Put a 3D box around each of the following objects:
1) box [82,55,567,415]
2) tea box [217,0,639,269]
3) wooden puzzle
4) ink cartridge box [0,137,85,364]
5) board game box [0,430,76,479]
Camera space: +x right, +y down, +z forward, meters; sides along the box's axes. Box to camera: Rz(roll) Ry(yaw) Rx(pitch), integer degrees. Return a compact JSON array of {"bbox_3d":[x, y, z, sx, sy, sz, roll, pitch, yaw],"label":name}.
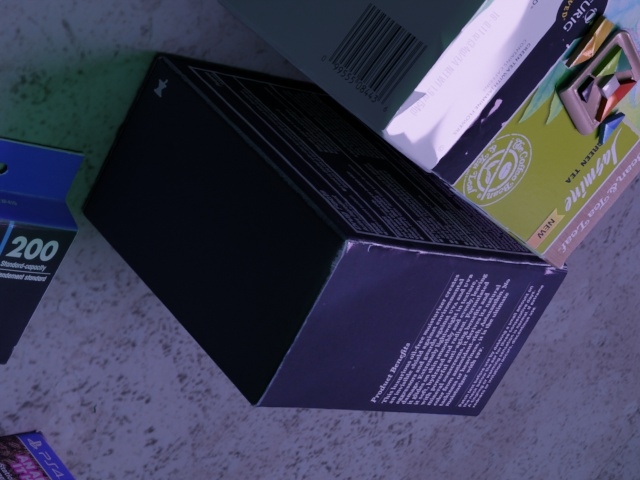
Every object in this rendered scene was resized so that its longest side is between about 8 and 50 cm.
[{"bbox_3d":[0.000,0.000,1.772,0.294,0.296,0.182,8,118,-46],"label":"box"},{"bbox_3d":[0.096,-0.191,1.657,0.220,0.329,0.323,-51,142,6],"label":"tea box"},{"bbox_3d":[0.222,-0.122,1.557,0.078,0.014,0.116,-48,144,1],"label":"wooden puzzle"},{"bbox_3d":[-0.311,0.008,1.692,0.206,0.045,0.208,8,116,-46],"label":"ink cartridge box"},{"bbox_3d":[-0.336,0.315,1.794,0.291,0.232,0.141,-6,129,-39],"label":"board game box"}]
